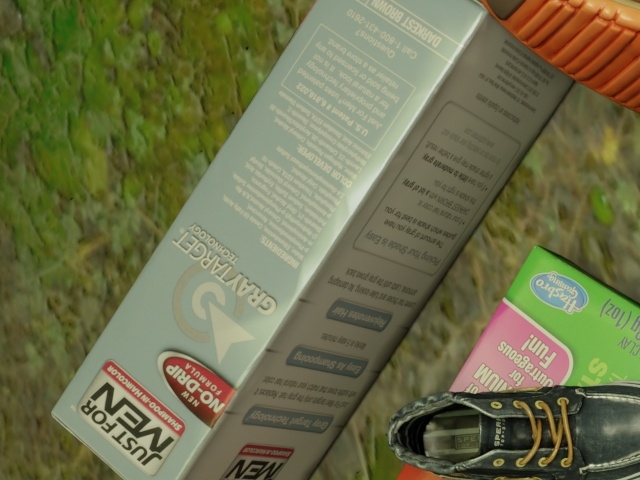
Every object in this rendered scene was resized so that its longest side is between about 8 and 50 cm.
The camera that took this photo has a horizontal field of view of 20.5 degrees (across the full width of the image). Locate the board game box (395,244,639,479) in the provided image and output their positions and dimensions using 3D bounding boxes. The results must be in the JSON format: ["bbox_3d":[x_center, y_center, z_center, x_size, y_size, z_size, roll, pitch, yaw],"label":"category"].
[{"bbox_3d":[0.163,0.199,1.141,0.242,0.064,0.316,32,96,27],"label":"board game box"}]

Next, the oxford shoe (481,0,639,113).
[{"bbox_3d":[0.271,-0.134,1.056,0.363,0.130,0.133,16,80,-10],"label":"oxford shoe"}]

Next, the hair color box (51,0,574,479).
[{"bbox_3d":[0.000,0.000,1.185,0.113,0.185,0.374,36,98,26],"label":"hair color box"}]

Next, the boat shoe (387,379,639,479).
[{"bbox_3d":[0.135,0.120,1.083,0.183,0.083,0.065,-9,78,24],"label":"boat shoe"}]
